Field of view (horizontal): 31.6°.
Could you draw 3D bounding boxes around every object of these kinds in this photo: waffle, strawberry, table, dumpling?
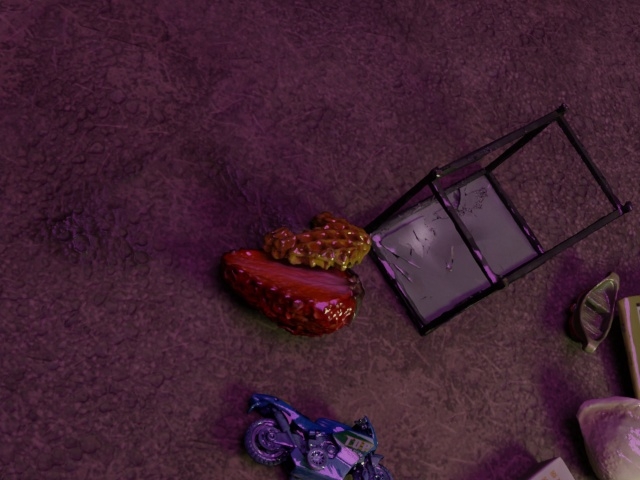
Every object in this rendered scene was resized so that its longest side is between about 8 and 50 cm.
[{"bbox_3d":[0.001,-0.003,1.856,0.148,0.051,0.194,22,25,16],"label":"waffle"},{"bbox_3d":[-0.052,0.092,1.812,0.236,0.111,0.190,14,23,2],"label":"strawberry"},{"bbox_3d":[0.298,-0.035,1.939,0.335,0.272,0.222,-28,83,-33],"label":"table"},{"bbox_3d":[0.550,0.358,1.961,0.126,0.166,0.216,2,57,-60],"label":"dumpling"}]

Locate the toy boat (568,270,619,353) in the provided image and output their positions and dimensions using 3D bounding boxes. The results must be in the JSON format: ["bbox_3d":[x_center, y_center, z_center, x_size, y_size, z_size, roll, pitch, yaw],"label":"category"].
[{"bbox_3d":[0.504,0.138,2.085,0.089,0.071,0.185,33,57,-9],"label":"toy boat"}]

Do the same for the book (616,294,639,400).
[{"bbox_3d":[0.674,0.270,2.107,0.239,0.035,0.352,-1,78,-29],"label":"book"}]

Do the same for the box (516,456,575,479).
[{"bbox_3d":[0.345,0.479,1.861,0.233,0.067,0.150,-28,81,-33],"label":"box"}]

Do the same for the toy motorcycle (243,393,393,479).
[{"bbox_3d":[0.002,0.314,1.751,0.254,0.092,0.136,21,51,-7],"label":"toy motorcycle"}]
